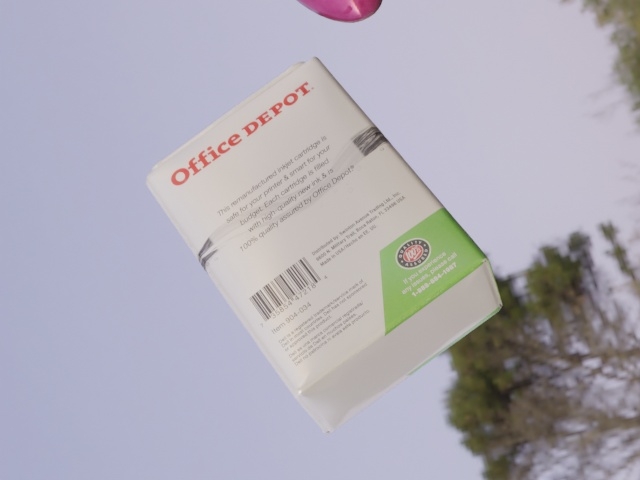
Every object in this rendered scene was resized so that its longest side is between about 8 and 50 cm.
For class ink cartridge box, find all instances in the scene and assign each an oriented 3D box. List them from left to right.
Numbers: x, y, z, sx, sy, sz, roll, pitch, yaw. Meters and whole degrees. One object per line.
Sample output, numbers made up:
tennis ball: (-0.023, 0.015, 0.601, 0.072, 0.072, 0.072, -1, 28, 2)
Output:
ink cartridge box: (0.000, 0.000, 1.186, 0.273, 0.198, 0.115, 53, 177, 30)

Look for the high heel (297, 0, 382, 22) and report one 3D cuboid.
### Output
high heel: (-0.020, -0.276, 1.029, 0.117, 0.082, 0.244, 64, -177, -54)
